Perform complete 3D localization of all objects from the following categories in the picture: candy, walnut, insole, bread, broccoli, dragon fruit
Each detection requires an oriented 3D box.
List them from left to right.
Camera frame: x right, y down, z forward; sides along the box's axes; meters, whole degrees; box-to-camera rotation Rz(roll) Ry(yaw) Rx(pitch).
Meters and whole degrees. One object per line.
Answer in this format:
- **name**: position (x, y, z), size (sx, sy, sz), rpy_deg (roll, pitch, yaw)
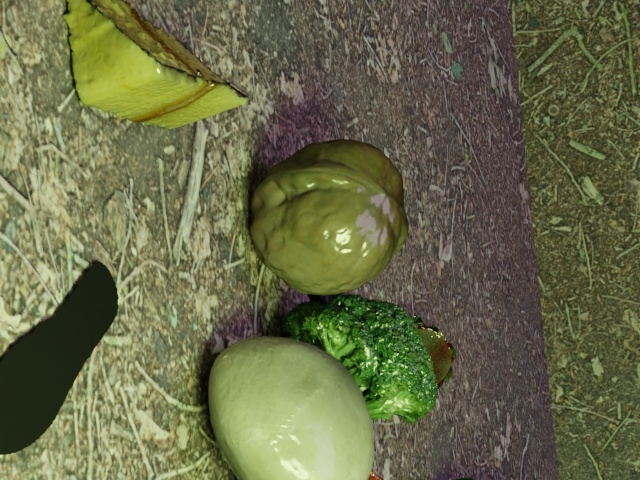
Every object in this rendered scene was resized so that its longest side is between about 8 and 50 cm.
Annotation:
- **insole**: position (-0.298, 0.128, 1.444), size (0.322, 0.007, 0.109), rpy_deg (-63, 142, -55)
- **bread**: position (-0.213, -0.215, 1.648), size (0.266, 0.178, 0.142), rpy_deg (7, 108, -65)
- **candy**: position (-0.036, 0.244, 1.756), size (0.295, 0.185, 0.295), rpy_deg (48, 12, -14)
- **walnut**: position (0.018, -0.037, 1.968), size (0.248, 0.248, 0.248), rpy_deg (-8, 90, -68)
- **broccoli**: position (0.052, 0.199, 1.991), size (0.269, 0.241, 0.261), rpy_deg (42, -5, 21)
- **dragon fruit**: position (0.192, 0.233, 2.500), size (0.175, 0.138, 0.142), rpy_deg (79, 33, -74)

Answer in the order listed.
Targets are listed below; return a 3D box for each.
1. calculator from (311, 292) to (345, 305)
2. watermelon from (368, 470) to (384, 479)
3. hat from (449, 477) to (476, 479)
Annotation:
- **calculator**: position (0.000, 0.000, 2.189), size (0.177, 0.040, 0.268), rpy_deg (-58, 140, -55)
- **watermelon**: position (0.042, 0.403, 2.092), size (0.145, 0.137, 0.193), rpy_deg (39, 35, -8)
- **hat**: position (0.309, 0.652, 2.504), size (0.242, 0.274, 0.332), rpy_deg (15, 95, -78)
